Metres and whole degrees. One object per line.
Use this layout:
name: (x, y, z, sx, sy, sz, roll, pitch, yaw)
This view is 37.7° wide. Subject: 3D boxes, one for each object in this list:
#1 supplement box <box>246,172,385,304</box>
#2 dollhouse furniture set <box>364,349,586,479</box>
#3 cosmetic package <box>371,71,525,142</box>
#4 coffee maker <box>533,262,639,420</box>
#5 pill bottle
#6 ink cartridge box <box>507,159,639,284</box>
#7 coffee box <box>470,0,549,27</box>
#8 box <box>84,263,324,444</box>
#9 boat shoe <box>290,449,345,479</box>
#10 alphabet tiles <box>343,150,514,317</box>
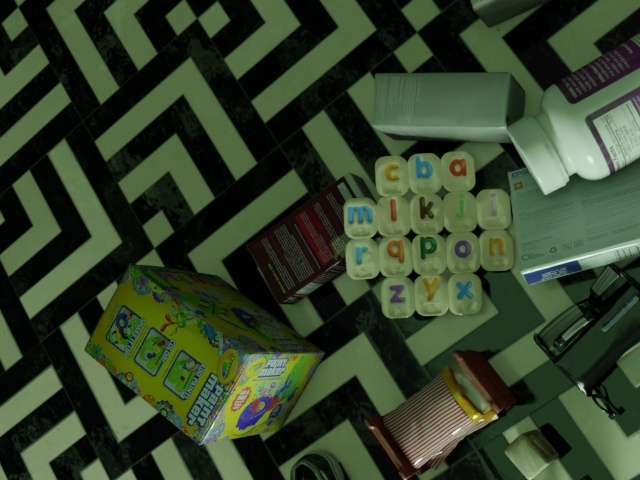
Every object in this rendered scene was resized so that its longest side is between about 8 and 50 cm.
supplement box: (0.000, 0.000, 1.692, 0.239, 0.073, 0.130, -34, 73, 15)
dollhouse furniture set: (0.273, 0.374, 1.488, 0.201, 0.152, 0.374, -43, 70, 14)
cosmetic package: (0.219, -0.225, 1.594, 0.237, 0.127, 0.107, 1, 84, 22)
coffee maker: (0.455, 0.150, 1.468, 0.171, 0.120, 0.178, 43, 104, -3)
pill bottle: (0.450, -0.198, 1.452, 0.301, 0.169, 0.169, -30, 73, 11)
ink cartridge box: (0.420, -0.051, 1.507, 0.223, 0.045, 0.224, -17, 47, 22)
coffee box: (0.303, -0.542, 1.595, 0.168, 0.119, 0.297, -22, 76, 21)
box: (-0.194, 0.193, 1.637, 0.279, 0.290, 0.177, 33, 97, 24)
boat shoe: (0.015, 0.529, 1.601, 0.121, 0.119, 0.335, -28, 74, 18)
alphabet tiles: (0.183, -0.010, 1.594, 0.284, 0.021, 0.278, -4, 84, 4)
